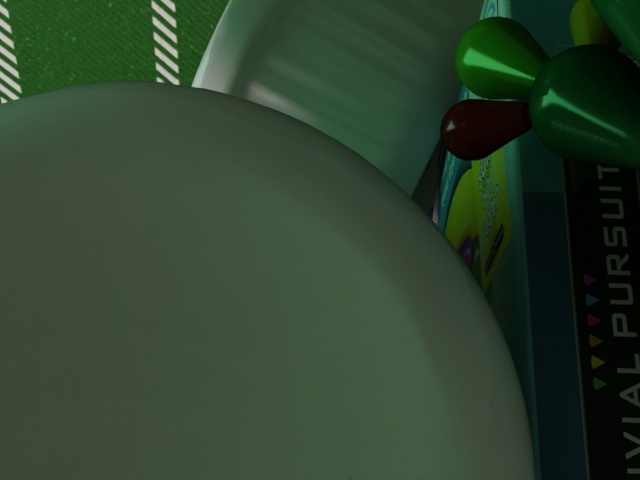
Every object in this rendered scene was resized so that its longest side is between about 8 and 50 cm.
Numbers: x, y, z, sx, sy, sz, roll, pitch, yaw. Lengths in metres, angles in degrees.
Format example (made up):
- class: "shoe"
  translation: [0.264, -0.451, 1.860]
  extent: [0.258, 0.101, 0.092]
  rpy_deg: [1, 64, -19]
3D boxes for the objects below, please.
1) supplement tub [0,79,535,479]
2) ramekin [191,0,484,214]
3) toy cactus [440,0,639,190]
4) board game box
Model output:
- class: "supplement tub"
  translation: [-0.058, 0.088, 0.457]
  extent: [0.325, 0.235, 0.235]
  rpy_deg: [100, 172, -82]
- class: "ramekin"
  translation: [0.033, -0.086, 0.687]
  extent: [0.273, 0.127, 0.273]
  rpy_deg: [-56, -12, -19]
- class: "toy cactus"
  translation: [0.094, -0.049, 0.304]
  extent: [0.219, 0.112, 0.181]
  rpy_deg: [-27, 80, 59]
- class: "board game box"
  translation: [0.098, 0.086, 0.485]
  extent: [0.254, 0.079, 0.336]
  rpy_deg: [94, 178, -64]
